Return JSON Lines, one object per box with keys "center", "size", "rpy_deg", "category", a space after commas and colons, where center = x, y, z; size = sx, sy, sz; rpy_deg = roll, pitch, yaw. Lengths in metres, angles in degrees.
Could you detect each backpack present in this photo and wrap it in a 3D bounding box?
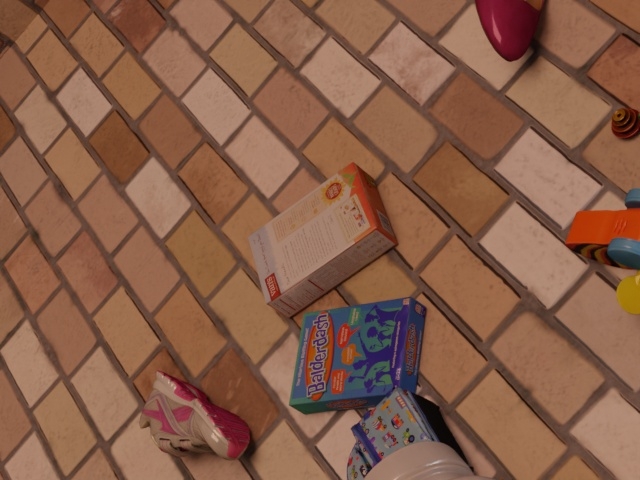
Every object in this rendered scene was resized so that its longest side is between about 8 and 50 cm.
{"center": [0.105, 0.316, 2.048], "size": [0.173, 0.117, 0.158], "rpy_deg": [-43, 44, 16], "category": "backpack"}

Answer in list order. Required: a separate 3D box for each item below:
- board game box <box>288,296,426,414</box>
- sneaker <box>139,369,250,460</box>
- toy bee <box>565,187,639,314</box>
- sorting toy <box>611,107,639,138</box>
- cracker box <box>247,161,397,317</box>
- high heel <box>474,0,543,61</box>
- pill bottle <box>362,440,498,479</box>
{"center": [0.056, 0.179, 2.220], "size": [0.210, 0.047, 0.160], "rpy_deg": [-12, 58, 36], "category": "board game box"}
{"center": [-0.208, 0.309, 2.340], "size": [0.252, 0.103, 0.111], "rpy_deg": [27, 88, 52], "category": "sneaker"}
{"center": [0.464, 0.014, 1.923], "size": [0.195, 0.162, 0.298], "rpy_deg": [-60, 18, 6], "category": "toy bee"}
{"center": [0.466, -0.188, 2.097], "size": [0.102, 0.042, 0.061], "rpy_deg": [-39, 46, 16], "category": "sorting toy"}
{"center": [0.000, 0.000, 2.364], "size": [0.232, 0.067, 0.155], "rpy_deg": [-34, 46, 19], "category": "cracker box"}
{"center": [0.347, -0.459, 2.295], "size": [0.181, 0.127, 0.377], "rpy_deg": [-27, 46, 40], "category": "high heel"}
{"center": [0.207, 0.445, 1.798], "size": [0.229, 0.229, 0.407], "rpy_deg": [-48, 45, 7], "category": "pill bottle"}
